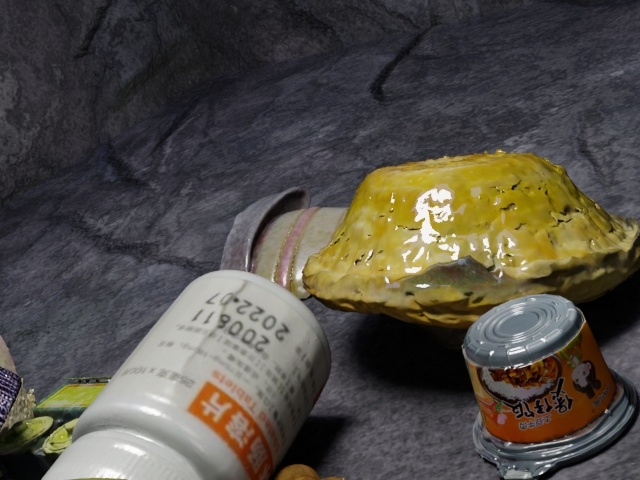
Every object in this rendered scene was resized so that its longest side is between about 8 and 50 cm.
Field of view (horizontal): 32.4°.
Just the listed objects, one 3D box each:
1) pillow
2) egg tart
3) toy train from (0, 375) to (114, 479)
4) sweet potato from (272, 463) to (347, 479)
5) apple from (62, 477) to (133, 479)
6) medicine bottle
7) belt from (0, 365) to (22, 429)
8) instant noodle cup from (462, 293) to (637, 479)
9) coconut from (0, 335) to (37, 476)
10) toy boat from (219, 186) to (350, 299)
[{"bbox_3d":[0.172,0.091,1.445,0.131,0.038,0.233,-30,20,-20],"label":"pillow"},{"bbox_3d":[0.186,-0.017,1.392,0.443,0.178,0.443,-8,10,1],"label":"egg tart"},{"bbox_3d":[-0.289,0.263,1.386,0.261,0.134,0.177,-8,19,40],"label":"toy train"},{"bbox_3d":[0.021,0.277,1.036,0.095,0.106,0.355,-62,29,-5],"label":"sweet potato"},{"bbox_3d":[-0.175,0.304,0.833,0.295,0.233,0.258,11,2,5],"label":"apple"},{"bbox_3d":[-0.147,0.216,1.197,0.211,0.211,0.371,-10,29,33],"label":"medicine bottle"},{"bbox_3d":[-0.448,0.255,1.272,0.260,0.122,0.325,-62,13,-4],"label":"belt"},{"bbox_3d":[0.225,0.135,1.143,0.178,0.125,0.208,-15,21,21],"label":"instant noodle cup"},{"bbox_3d":[-0.571,0.213,1.552,0.298,0.309,0.297,-21,17,7],"label":"coconut"},{"bbox_3d":[-0.031,0.009,1.805,0.294,0.111,0.276,11,45,42],"label":"toy boat"}]
